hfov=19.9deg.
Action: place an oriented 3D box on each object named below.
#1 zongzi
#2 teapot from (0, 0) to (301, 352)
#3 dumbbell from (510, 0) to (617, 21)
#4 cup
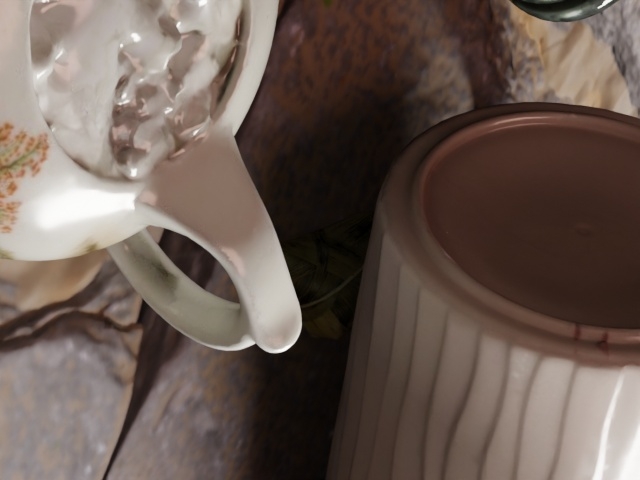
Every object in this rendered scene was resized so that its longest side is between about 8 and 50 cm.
[{"bbox_3d":[0.000,0.000,0.957,0.083,0.040,0.076,48,61,-32],"label":"zongzi"},{"bbox_3d":[-0.088,-0.081,0.710,0.204,0.139,0.298,-49,139,-29],"label":"teapot"},{"bbox_3d":[0.075,-0.180,0.909,0.254,0.110,0.110,9,100,-47],"label":"dumbbell"},{"bbox_3d":[0.125,0.074,0.966,0.288,0.208,0.273,-48,154,-45],"label":"cup"}]
